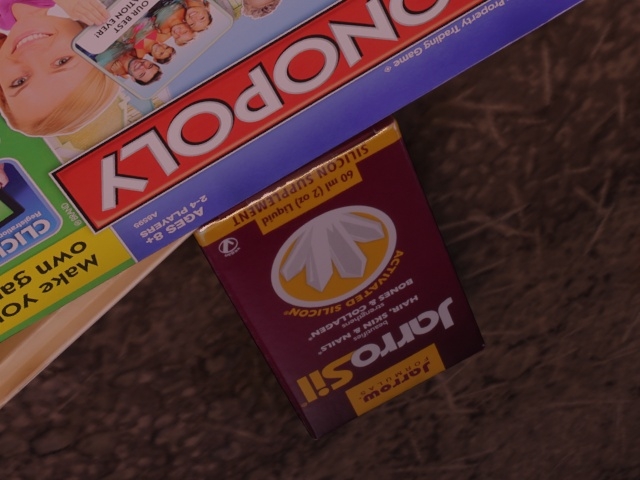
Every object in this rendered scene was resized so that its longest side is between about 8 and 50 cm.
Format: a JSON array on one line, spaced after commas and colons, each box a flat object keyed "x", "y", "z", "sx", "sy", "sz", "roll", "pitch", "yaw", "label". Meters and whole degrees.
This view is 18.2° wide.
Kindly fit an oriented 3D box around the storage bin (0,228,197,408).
[{"x": -0.139, "y": -0.097, "z": 0.737, "sx": 0.260, "sy": 0.123, "sz": 0.262, "roll": -41, "pitch": 139, "yaw": 14, "label": "storage bin"}]

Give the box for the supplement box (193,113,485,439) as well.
[{"x": 0.000, "y": 0.000, "z": 0.956, "sx": 0.104, "sy": 0.081, "sz": 0.188, "roll": -29, "pitch": 141, "yaw": -2, "label": "supplement box"}]

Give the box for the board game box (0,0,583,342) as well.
[{"x": -0.043, "y": -0.101, "z": 0.661, "sx": 0.317, "sy": 0.046, "sz": 0.213, "roll": -31, "pitch": 140, "yaw": 0, "label": "board game box"}]
